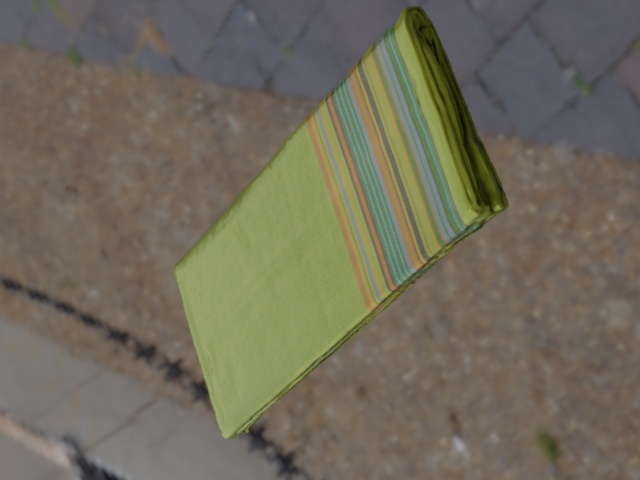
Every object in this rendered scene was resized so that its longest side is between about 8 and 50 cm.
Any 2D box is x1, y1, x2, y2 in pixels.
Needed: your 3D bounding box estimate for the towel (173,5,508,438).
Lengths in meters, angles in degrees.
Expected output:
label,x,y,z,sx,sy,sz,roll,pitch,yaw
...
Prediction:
label,x,y,z,sx,sy,sz,roll,pitch,yaw
towel,0.000,0.000,0.812,0.237,0.021,0.102,-45,54,48
